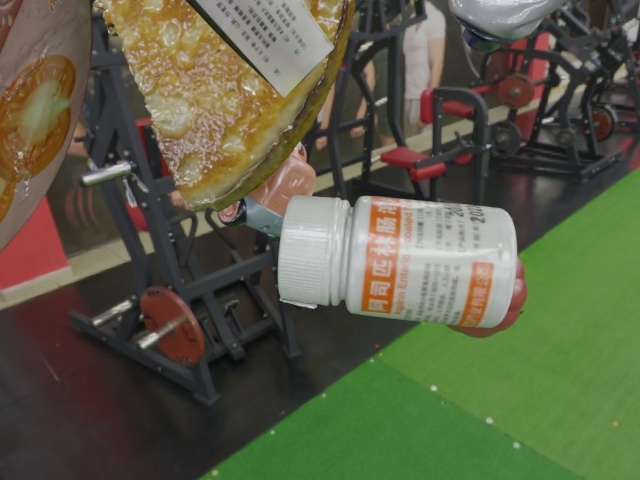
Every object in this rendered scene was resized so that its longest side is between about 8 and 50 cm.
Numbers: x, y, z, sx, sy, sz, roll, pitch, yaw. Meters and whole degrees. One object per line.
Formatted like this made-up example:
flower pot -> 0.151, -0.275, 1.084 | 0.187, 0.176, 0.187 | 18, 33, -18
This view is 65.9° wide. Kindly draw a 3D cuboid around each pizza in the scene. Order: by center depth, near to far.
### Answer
pizza -> -0.182, -0.303, 0.820 | 0.406, 0.440, 0.130 | 40, 18, 3

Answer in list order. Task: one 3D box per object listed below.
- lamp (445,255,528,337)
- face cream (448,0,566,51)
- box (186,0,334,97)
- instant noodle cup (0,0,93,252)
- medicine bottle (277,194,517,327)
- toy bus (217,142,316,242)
lamp -> 0.261, 0.076, 0.851 | 0.140, 0.182, 0.182 | 6, 15, -37
face cream -> 0.302, -0.473, 0.707 | 0.137, 0.420, 0.235 | -36, 64, -29
box -> -0.114, -0.237, 0.357 | 0.062, 0.260, 0.175 | -45, 47, 7
instant noodle cup -> -0.296, -0.110, 0.275 | 0.231, 0.243, 0.243 | 22, 25, -7
medicine bottle -> 0.083, 0.020, 0.574 | 0.252, 0.145, 0.144 | 6, 27, 8
toy bus -> -0.144, -0.143, 1.081 | 0.287, 0.232, 0.194 | 37, 12, 33
